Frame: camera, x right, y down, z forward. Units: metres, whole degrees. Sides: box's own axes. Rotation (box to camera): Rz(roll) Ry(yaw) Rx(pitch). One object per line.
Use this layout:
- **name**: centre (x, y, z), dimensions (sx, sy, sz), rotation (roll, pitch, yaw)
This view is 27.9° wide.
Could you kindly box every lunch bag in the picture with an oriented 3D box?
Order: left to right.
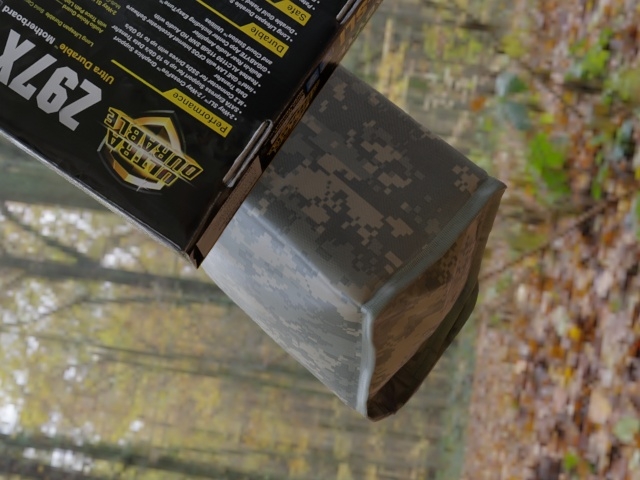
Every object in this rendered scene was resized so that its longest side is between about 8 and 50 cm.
- **lunch bag**: centre (0.000, 0.000, 1.016), dimensions (0.169, 0.235, 0.287), rotation (-44, -18, -21)

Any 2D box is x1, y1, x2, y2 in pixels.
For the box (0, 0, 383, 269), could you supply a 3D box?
- **box**: centre (-0.137, -0.179, 0.779), dimensions (0.257, 0.322, 0.079), rotation (-56, -3, -6)
